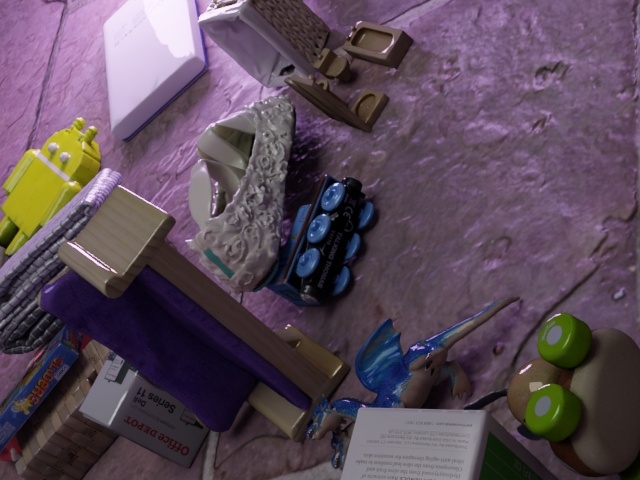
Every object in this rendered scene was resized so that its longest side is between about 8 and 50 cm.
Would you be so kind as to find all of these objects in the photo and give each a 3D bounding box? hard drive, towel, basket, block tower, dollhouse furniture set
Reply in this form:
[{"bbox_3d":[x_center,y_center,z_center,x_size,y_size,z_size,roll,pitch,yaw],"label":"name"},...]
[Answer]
[{"bbox_3d":[-0.296,-0.343,2.594,0.210,0.040,0.318,-39,38,22],"label":"hard drive"},{"bbox_3d":[-0.397,0.035,2.293,0.284,0.121,0.235,-43,12,10],"label":"towel"},{"bbox_3d":[-0.081,-0.323,2.224,0.113,0.167,0.103,-3,55,48],"label":"basket"},{"bbox_3d":[-0.307,0.208,2.118,0.335,0.091,0.097,-49,35,7],"label":"block tower"},{"bbox_3d":[0.029,-0.259,2.076,0.144,0.123,0.151,25,82,54],"label":"dollhouse furniture set"}]

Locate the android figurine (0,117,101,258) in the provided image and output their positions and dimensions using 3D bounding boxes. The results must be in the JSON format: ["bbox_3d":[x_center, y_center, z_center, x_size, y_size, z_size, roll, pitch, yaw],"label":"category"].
[{"bbox_3d":[-0.480,-0.093,2.596,0.273,0.056,0.248,-56,35,2],"label":"android figurine"}]

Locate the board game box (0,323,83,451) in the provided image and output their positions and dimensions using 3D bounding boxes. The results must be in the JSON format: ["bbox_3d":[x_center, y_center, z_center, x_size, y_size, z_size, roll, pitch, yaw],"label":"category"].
[{"bbox_3d":[-0.424,0.220,2.147,0.201,0.035,0.136,-50,11,4],"label":"board game box"}]

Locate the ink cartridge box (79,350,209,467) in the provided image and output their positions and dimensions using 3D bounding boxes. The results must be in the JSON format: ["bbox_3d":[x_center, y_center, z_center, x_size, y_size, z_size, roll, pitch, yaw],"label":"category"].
[{"bbox_3d":[-0.201,0.178,1.966,0.087,0.153,0.208,16,75,52],"label":"ink cartridge box"}]

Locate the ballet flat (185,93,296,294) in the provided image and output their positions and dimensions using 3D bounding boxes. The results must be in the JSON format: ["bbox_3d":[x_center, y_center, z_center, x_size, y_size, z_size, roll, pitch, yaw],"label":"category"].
[{"bbox_3d":[-0.111,-0.095,2.035,0.147,0.147,0.409,-36,29,25],"label":"ballet flat"}]

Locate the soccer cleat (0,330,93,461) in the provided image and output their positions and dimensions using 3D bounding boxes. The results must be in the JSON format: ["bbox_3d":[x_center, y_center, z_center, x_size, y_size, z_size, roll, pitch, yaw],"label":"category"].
[{"bbox_3d":[-0.440,0.226,2.271,0.248,0.083,0.095,-57,31,2],"label":"soccer cleat"}]

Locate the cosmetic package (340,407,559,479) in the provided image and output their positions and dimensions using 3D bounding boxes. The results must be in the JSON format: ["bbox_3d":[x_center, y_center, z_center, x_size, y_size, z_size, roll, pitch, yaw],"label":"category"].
[{"bbox_3d":[0.097,0.365,1.415,0.155,0.197,0.365,-3,61,34],"label":"cosmetic package"}]

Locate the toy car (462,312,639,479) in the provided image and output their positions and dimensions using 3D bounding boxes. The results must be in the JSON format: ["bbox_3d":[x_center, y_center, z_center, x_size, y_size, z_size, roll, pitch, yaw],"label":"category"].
[{"bbox_3d":[0.234,0.172,1.476,0.188,0.155,0.149,-23,45,50],"label":"toy car"}]

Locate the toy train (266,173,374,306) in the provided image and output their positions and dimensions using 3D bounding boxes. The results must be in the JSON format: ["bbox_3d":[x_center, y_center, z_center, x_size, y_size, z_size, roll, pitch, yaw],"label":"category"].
[{"bbox_3d":[0.000,0.000,1.943,0.105,0.080,0.184,-8,56,53],"label":"toy train"}]

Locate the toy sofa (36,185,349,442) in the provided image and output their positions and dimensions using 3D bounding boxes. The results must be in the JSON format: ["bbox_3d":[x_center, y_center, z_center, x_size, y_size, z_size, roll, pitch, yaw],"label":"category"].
[{"bbox_3d":[-0.152,0.112,1.783,0.177,0.362,0.150,-52,35,-7],"label":"toy sofa"}]

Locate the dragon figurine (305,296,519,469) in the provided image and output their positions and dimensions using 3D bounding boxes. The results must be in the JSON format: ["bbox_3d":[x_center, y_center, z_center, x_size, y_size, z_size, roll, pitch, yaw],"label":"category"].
[{"bbox_3d":[0.096,0.150,1.699,0.289,0.085,0.144,-56,36,1],"label":"dragon figurine"}]
